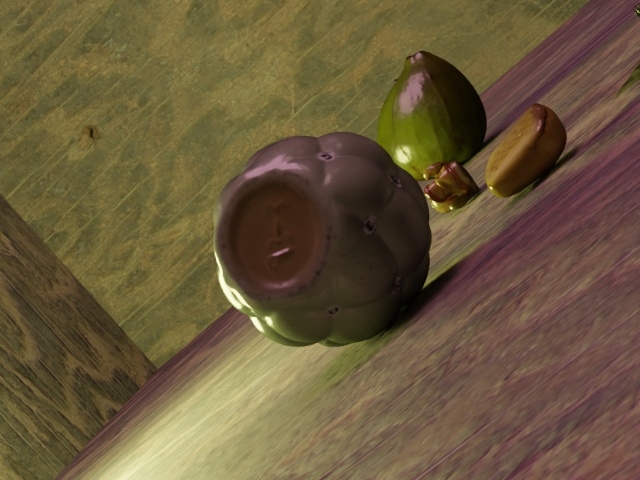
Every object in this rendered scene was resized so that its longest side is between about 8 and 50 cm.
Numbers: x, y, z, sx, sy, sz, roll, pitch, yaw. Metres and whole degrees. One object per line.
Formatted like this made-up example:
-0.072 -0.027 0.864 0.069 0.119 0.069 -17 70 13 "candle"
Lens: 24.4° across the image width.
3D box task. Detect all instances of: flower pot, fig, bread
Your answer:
0.000 0.000 1.610 0.246 0.246 0.195 -40 -22 23 "flower pot"
0.184 -0.218 2.599 0.203 0.225 0.203 -18 -3 -1 "fig"
0.238 -0.097 1.686 0.115 0.056 0.082 -53 17 24 "bread"

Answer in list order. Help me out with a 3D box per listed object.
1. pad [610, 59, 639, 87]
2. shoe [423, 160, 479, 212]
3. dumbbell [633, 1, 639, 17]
0.458 -0.283 1.786 0.265 0.009 0.159 -44 -3 34 "pad"
0.175 -0.076 2.034 0.069 0.072 0.109 -36 3 2 "shoe"
0.510 -0.372 1.950 0.254 0.081 0.081 -38 5 42 "dumbbell"
